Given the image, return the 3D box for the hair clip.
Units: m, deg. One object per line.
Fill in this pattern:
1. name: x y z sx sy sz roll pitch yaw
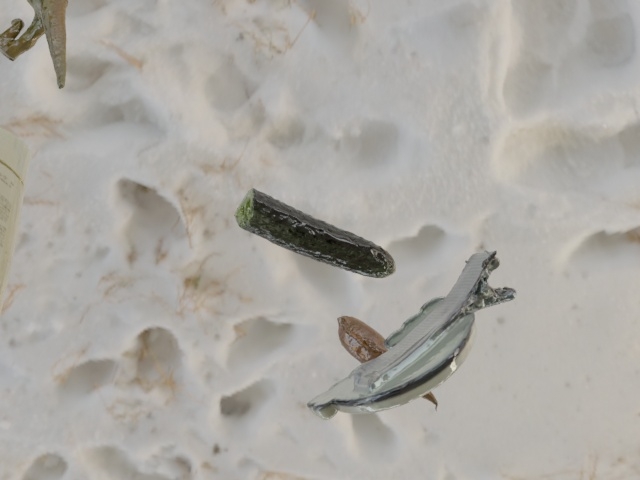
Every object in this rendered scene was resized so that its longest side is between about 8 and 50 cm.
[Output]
1. hair clip: 0.091 0.094 0.963 0.220 0.140 0.054 -39 107 -19

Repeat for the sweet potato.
1. sweet potato: 0.092 0.173 1.451 0.195 0.056 0.056 42 118 17

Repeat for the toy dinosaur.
1. toy dinosaur: -0.168 -0.171 0.660 0.126 0.162 0.039 -52 145 -8

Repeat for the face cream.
1. face cream: -0.461 -0.044 1.288 0.173 0.348 0.081 25 120 -25

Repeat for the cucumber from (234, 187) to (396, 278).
1. cucumber: 0.000 0.000 1.265 0.214 0.058 0.052 24 99 -15
